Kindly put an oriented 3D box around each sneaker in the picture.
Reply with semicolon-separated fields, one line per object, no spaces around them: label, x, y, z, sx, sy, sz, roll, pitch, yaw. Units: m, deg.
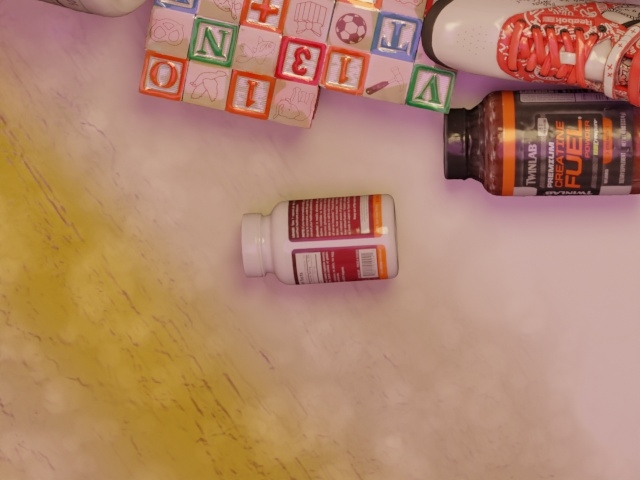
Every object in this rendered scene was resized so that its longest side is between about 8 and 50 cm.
sneaker;0.239;-0.177;1.748;0.270;0.145;0.090;2;109;-24

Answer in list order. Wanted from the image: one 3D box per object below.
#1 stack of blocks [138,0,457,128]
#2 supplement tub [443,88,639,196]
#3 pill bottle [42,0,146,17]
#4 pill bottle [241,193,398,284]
stack of blocks;-0.012;-0.201;1.830;0.297;0.087;0.171;11;107;-1
supplement tub;0.218;-0.094;1.842;0.198;0.106;0.106;-1;106;3
pill bottle;-0.317;-0.336;1.711;0.361;0.204;0.204;15;107;16
pill bottle;0.000;0.000;1.890;0.152;0.086;0.086;-3;106;4
